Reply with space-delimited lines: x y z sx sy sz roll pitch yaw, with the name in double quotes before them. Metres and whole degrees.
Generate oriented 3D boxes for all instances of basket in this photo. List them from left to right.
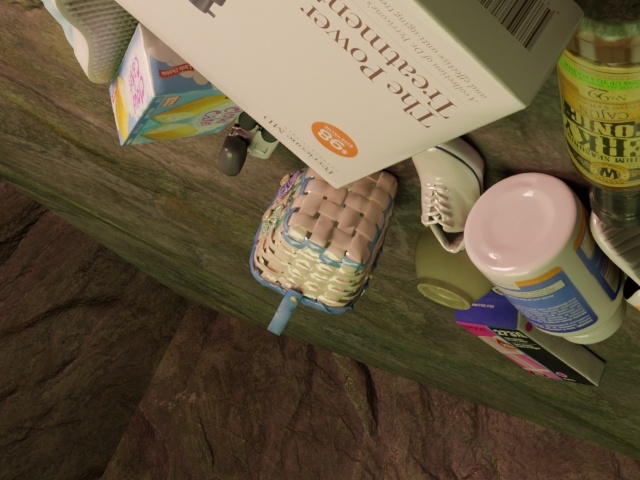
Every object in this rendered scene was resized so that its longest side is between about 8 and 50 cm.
"basket" 0.000 0.000 1.199 0.201 0.254 0.289 23 146 1

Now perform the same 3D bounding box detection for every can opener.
"can opener" -0.095 -0.158 1.089 0.076 0.095 0.283 27 165 -9

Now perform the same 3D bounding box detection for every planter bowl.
"planter bowl" 0.228 0.051 1.257 0.162 0.109 0.162 24 164 7

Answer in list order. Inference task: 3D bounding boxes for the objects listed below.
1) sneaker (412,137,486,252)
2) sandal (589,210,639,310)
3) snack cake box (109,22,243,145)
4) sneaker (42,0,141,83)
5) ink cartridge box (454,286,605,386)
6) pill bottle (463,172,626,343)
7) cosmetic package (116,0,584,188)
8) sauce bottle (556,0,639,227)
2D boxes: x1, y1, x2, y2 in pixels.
"sneaker" 0.175 -0.060 1.004 0.094 0.091 0.258 15 162 33
"sandal" 0.420 0.034 0.948 0.265 0.102 0.076 40 162 -18
"snack cake box" -0.174 -0.201 0.952 0.152 0.089 0.264 -11 179 -23
"sneaker" -0.276 -0.311 0.881 0.150 0.135 0.366 56 169 2
"ink cartridge box" 0.415 0.194 1.536 0.371 0.069 0.176 36 161 -28
"pill bottle" 0.319 0.039 0.999 0.152 0.152 0.272 10 158 43
"cosmetic package" -0.045 -0.211 0.545 0.377 0.097 0.284 39 162 -14
"sauce bottle" 0.272 -0.113 0.651 0.111 0.111 0.344 16 162 29
